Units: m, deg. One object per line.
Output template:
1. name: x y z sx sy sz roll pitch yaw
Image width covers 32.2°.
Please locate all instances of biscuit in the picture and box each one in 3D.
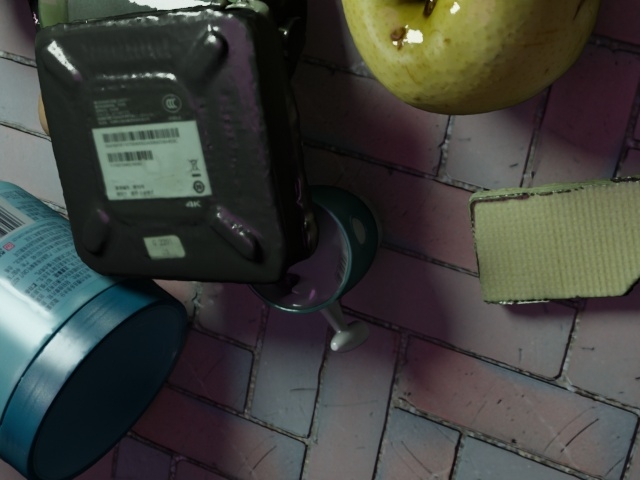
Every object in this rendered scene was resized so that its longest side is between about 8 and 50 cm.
1. biscuit: 0.315 -0.002 1.383 0.252 0.052 0.150 -6 103 29

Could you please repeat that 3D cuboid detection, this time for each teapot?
1. teapot: -0.186 -0.314 1.455 0.337 0.270 0.200 16 64 20

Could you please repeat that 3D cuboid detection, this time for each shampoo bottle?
1. shampoo bottle: -0.429 0.127 1.629 0.343 0.331 0.331 35 115 17

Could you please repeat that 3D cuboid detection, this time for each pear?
1. pear: 0.175 -0.294 1.252 0.309 0.309 0.309 7 105 25

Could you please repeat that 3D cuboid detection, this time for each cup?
1. cup: 0.000 0.000 1.471 0.168 0.173 0.299 -17 95 28

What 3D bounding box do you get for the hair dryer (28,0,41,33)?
1. hair dryer: -0.377 -0.306 1.587 0.071 0.114 0.248 -31 72 35

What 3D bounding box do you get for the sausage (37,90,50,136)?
1. sausage: -0.276 -0.166 1.601 0.253 0.123 0.123 22 111 20

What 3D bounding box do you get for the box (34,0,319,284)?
1. box: -0.188 -0.116 1.384 0.359 0.091 0.350 0 108 30
